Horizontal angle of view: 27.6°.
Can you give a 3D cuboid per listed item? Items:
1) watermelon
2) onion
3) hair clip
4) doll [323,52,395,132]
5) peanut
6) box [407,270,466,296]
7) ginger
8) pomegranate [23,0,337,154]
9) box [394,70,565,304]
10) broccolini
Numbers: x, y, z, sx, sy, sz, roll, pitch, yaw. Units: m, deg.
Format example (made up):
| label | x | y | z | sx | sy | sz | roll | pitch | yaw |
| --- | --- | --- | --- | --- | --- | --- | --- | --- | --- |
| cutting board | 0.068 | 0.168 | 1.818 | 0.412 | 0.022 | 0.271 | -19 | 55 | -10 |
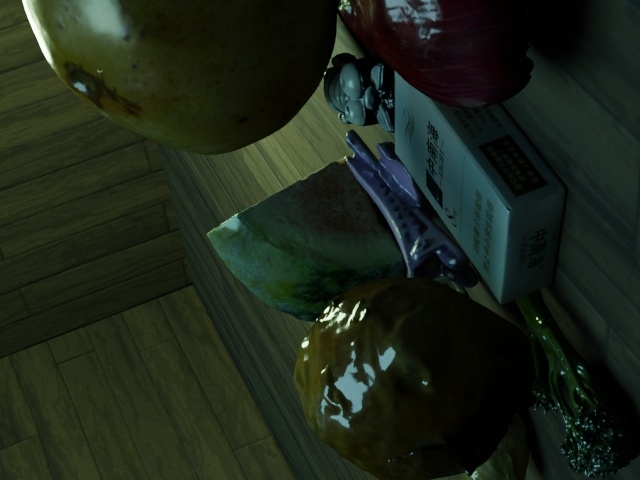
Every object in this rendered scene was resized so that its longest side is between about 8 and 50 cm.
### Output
| label | x | y | z | sx | sy | sz | roll | pitch | yaw |
| --- | --- | --- | --- | --- | --- | --- | --- | --- | --- |
| watermelon | 0.000 | 0.000 | 1.871 | 0.310 | 0.231 | 0.193 | 25 | 168 | -9 |
| onion | 0.102 | -0.225 | 1.090 | 0.248 | 0.161 | 0.248 | 59 | 171 | 15 |
| hair clip | 0.110 | -0.025 | 1.586 | 0.137 | 0.090 | 0.278 | 66 | -177 | -53 |
| doll | 0.046 | -0.185 | 1.612 | 0.219 | 0.067 | 0.091 | -153 | 54 | -69 |
| peanut | 0.195 | 0.210 | 1.584 | 0.099 | 0.100 | 0.214 | 108 | 144 | -70 |
| box | 0.144 | 0.071 | 1.638 | 0.084 | 0.060 | 0.063 | -122 | 22 | -45 |
| ginger | 0.098 | 0.135 | 1.404 | 0.200 | 0.269 | 0.223 | -25 | 100 | 39 |
| pomegranate | -0.160 | -0.317 | 1.613 | 0.417 | 0.417 | 0.416 | 159 | 90 | -77 |
| box | 0.156 | -0.074 | 1.334 | 0.155 | 0.067 | 0.243 | 88 | 157 | -51 |
| broccolini | 0.206 | 0.081 | 1.357 | 0.392 | 0.074 | 0.079 | 62 | -177 | 38 |
